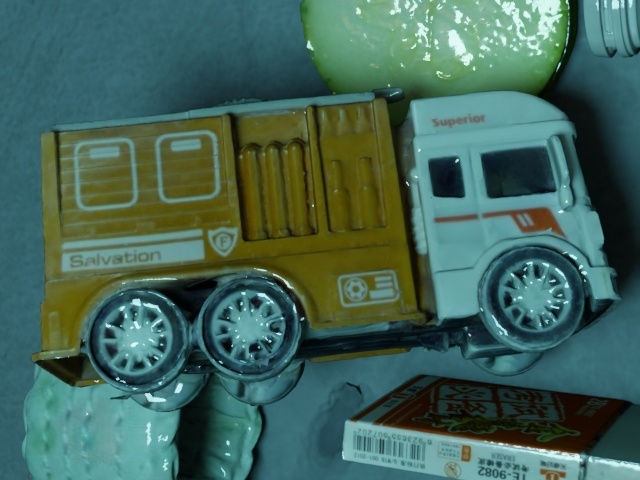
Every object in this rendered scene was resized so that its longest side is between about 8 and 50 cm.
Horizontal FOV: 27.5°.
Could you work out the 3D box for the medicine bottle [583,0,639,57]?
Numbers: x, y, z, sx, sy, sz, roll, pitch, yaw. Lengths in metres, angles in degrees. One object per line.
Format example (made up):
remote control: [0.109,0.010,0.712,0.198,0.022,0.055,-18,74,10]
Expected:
medicine bottle: [0.279,-0.166,0.875,0.191,0.107,0.107,1,100,24]

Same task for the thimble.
thimble: [-0.143,0.133,1.082,0.149,0.185,0.211,7,91,23]

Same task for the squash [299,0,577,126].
squash: [0.088,-0.178,1.002,0.219,0.041,0.219,7,107,23]

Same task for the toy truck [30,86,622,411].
toy truck: [0.000,0.000,0.918,0.387,0.173,0.207,-6,77,-2]

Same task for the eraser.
eraser: [0.151,0.144,0.963,0.230,0.157,0.038,6,99,23]
